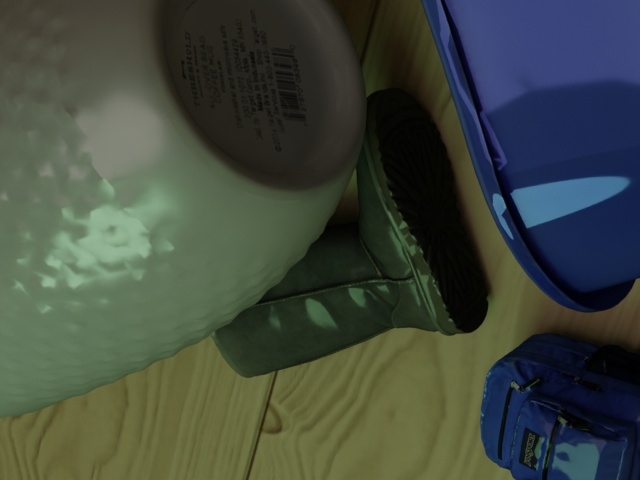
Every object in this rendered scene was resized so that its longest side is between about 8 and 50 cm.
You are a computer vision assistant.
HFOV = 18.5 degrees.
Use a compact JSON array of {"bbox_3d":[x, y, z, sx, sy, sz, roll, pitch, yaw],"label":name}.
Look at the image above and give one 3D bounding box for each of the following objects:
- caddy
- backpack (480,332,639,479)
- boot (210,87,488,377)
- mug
[{"bbox_3d":[0.148,-0.131,1.091,0.179,0.241,0.341,-12,103,29],"label":"caddy"},{"bbox_3d":[0.162,0.115,1.274,0.120,0.101,0.098,22,114,28],"label":"backpack"},{"bbox_3d":[-0.002,0.000,1.356,0.208,0.076,0.190,-6,104,42],"label":"boot"},{"bbox_3d":[-0.139,-0.101,1.273,0.328,0.276,0.374,-24,57,44],"label":"mug"}]
